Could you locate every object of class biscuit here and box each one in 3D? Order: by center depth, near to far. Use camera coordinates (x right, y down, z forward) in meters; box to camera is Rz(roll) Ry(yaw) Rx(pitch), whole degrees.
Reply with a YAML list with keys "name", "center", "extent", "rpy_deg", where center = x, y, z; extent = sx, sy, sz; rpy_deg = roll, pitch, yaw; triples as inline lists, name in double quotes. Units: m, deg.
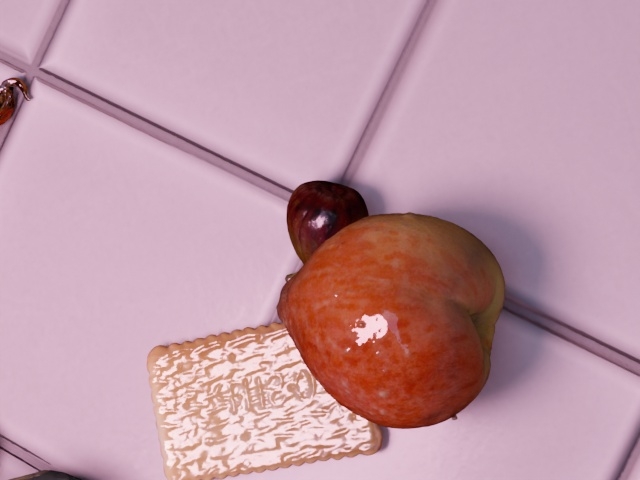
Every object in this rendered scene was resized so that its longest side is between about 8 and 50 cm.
- name: "biscuit"
  center: [-0.063, 0.172, 1.542]
  extent: [0.250, 0.030, 0.160]
  rpy_deg: [-13, 83, 14]

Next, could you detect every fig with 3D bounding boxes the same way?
- name: "fig"
  center: [0.000, 0.000, 1.520]
  extent: [0.089, 0.089, 0.125]
  rpy_deg: [24, 117, 16]

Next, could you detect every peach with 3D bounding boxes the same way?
- name: "peach"
  center: [0.067, 0.076, 1.432]
  extent: [0.233, 0.232, 0.232]
  rpy_deg: [-1, 86, 15]

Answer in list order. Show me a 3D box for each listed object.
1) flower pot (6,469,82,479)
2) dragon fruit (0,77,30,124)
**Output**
- name: "flower pot"
  center: [-0.333, 0.335, 1.517]
  extent: [0.243, 0.189, 0.157]
  rpy_deg: [-15, 88, -13]
- name: "dragon fruit"
  center: [-0.415, -0.118, 1.633]
  extent: [0.191, 0.094, 0.094]
  rpy_deg: [-32, 79, -1]
